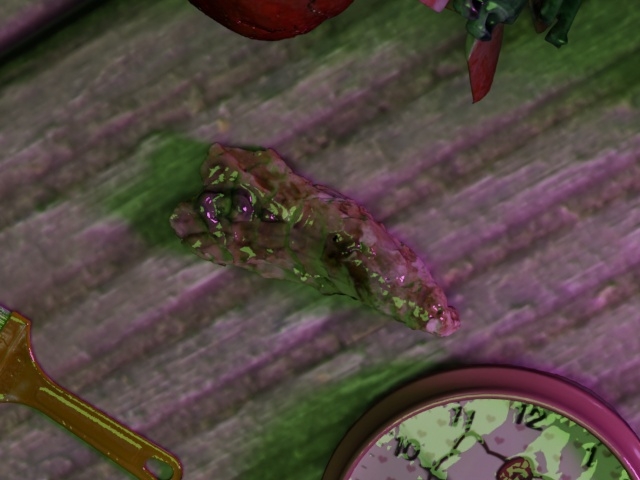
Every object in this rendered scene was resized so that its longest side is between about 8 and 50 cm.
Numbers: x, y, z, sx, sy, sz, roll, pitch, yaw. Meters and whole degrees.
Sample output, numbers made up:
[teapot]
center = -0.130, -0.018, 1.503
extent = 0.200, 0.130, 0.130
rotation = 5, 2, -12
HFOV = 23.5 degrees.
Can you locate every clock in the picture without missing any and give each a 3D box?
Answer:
[clock]
center = 0.115, 0.201, 1.047
extent = 0.244, 0.056, 0.244
rotation = 2, 103, 7

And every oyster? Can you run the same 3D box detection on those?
[oyster]
center = -0.001, -0.001, 1.007
extent = 0.200, 0.061, 0.106
rotation = 8, 103, 3

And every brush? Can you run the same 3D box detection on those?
[brush]
center = -0.184, 0.115, 1.076
extent = 0.205, 0.011, 0.083
rotation = 33, 103, -4

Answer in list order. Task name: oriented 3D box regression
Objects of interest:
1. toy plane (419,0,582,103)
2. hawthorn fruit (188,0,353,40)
[toy plane]
center = 0.158, -0.242, 0.897
extent = 0.104, 0.223, 0.326
rotation = 36, 85, 32
[hawthorn fruit]
center = -0.043, -0.198, 0.911
extent = 0.148, 0.172, 0.148
rotation = -6, 80, 39
